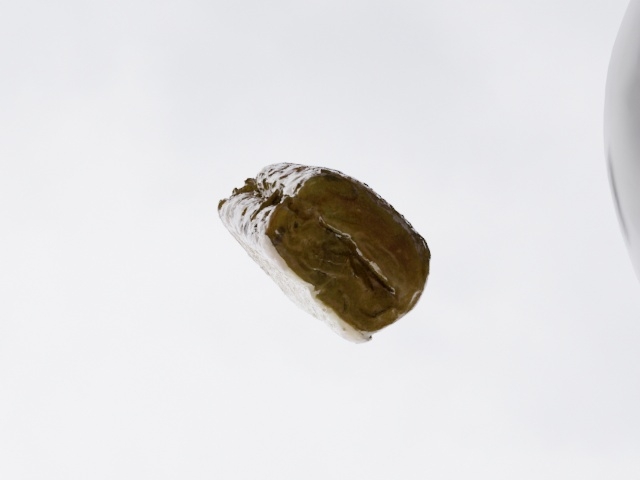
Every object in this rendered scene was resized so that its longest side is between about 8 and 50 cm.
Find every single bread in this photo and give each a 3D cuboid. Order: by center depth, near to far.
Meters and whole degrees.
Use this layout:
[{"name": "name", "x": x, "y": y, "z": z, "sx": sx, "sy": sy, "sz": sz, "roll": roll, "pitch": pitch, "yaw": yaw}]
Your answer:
[{"name": "bread", "x": 0.000, "y": 0.000, "z": 0.993, "sx": 0.114, "sy": 0.211, "sz": 0.083, "roll": 43, "pitch": -96, "yaw": -14}]

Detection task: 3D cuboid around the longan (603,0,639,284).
[{"name": "longan", "x": 0.173, "y": -0.045, "z": 0.434, "sx": 0.159, "sy": 0.204, "sz": 0.185, "roll": 25, "pitch": -115, "yaw": -19}]
